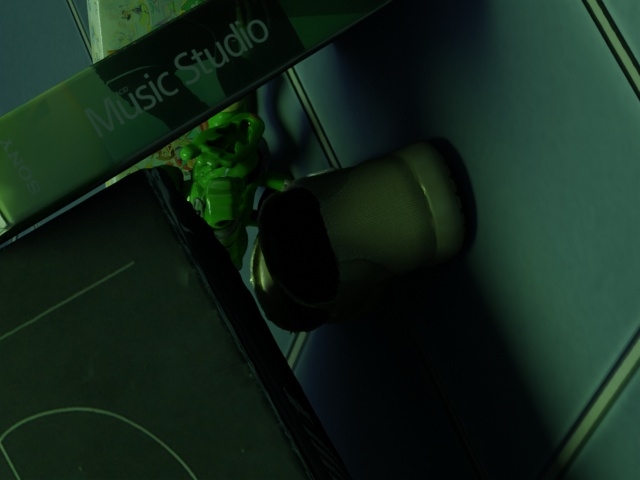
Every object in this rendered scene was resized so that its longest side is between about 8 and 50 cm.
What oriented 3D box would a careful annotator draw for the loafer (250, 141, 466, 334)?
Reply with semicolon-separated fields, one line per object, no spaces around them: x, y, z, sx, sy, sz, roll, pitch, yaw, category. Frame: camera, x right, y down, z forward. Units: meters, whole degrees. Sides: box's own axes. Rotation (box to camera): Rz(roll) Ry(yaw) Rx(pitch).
0.000;0.000;1.274;0.268;0.092;0.102;143;113;-65;loafer

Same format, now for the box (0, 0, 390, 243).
-0.086;-0.090;1.143;0.058;0.322;0.232;57;157;-4;box

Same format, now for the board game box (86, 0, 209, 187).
-0.114;-0.113;1.468;0.026;0.103;0.154;-148;50;-60;board game box

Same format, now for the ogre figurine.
-0.068;-0.054;1.397;0.118;0.097;0.197;94;158;-43;ogre figurine

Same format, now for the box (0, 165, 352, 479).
-0.169;0.298;1.168;0.471;0.480;0.297;61;180;19;box
